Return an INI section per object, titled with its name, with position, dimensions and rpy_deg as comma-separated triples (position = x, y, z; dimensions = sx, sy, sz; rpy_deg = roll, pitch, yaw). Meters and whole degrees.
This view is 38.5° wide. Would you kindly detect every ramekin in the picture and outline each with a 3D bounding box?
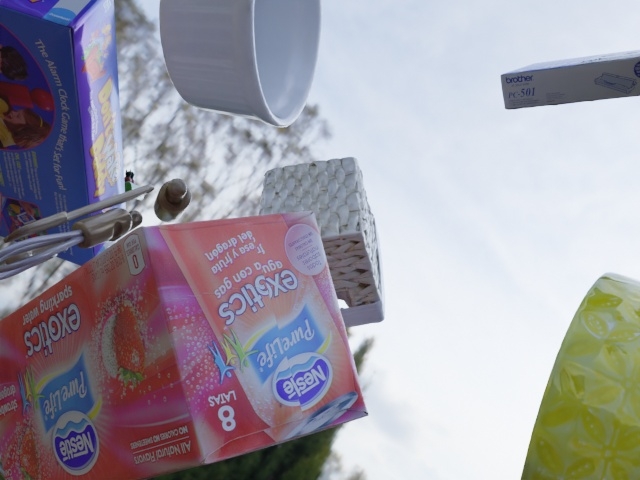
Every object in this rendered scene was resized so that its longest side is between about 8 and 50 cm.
[ramekin]
position = -0.101, -0.293, 1.207
dimensions = 0.135, 0.277, 0.277
rpy_deg = 6, -32, 16

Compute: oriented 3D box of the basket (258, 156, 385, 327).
[basket]
position = 0.000, 0.000, 0.909
dimensions = 0.113, 0.167, 0.103
rpy_deg = -8, -57, 5

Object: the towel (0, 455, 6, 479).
[towel]
position = -0.211, 0.358, 0.989
dimensions = 0.320, 0.090, 0.374
rpy_deg = 41, -30, 20

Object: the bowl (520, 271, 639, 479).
[bowl]
position = 0.256, 0.180, 0.673
dimensions = 0.156, 0.289, 0.289
rpy_deg = 14, -31, 27

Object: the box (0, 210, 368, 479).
[box]
position = -0.126, 0.099, 0.682
dimensions = 0.300, 0.142, 0.154
rpy_deg = -25, -104, 47

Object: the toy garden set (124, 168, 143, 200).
[toy garden set]
position = -0.395, -0.126, 1.473
dimensions = 0.244, 0.049, 0.204
rpy_deg = 19, -2, 0

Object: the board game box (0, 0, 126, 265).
[board game box]
position = -0.333, -0.137, 0.969
dimensions = 0.233, 0.078, 0.347
rpy_deg = 19, -41, 7

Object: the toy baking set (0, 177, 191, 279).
[toy baking set]
position = -0.204, -0.004, 0.818
dimensions = 0.030, 0.197, 0.256
rpy_deg = 64, -19, -1

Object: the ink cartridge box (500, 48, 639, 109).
[ink cartridge box]
position = 0.325, -0.191, 1.064
dimensions = 0.207, 0.097, 0.046
rpy_deg = -1, -74, 38
